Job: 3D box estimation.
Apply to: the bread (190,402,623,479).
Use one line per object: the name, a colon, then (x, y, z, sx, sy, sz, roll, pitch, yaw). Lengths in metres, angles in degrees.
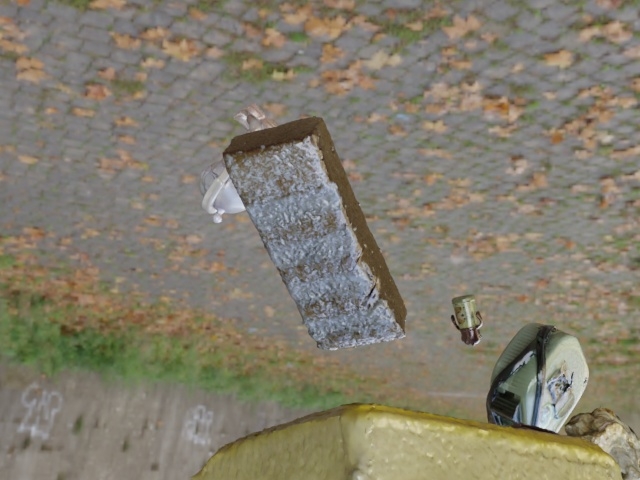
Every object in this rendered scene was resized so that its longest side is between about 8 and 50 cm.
bread: (0.080, 0.267, 0.813, 0.333, 0.143, 0.323, 14, 151, -28)

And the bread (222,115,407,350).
bread: (0.000, 0.000, 1.366, 0.165, 0.113, 0.416, -15, 119, 20)

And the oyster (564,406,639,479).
oyster: (0.482, 0.333, 1.346, 0.163, 0.191, 0.081, 1, 126, -33)

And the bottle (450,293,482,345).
bottle: (0.293, 0.160, 1.645, 0.047, 0.101, 0.063, -10, 175, -20)

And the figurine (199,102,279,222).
figurine: (-0.165, -0.147, 1.649, 0.141, 0.236, 0.162, 34, 171, 4)

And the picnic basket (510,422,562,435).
picnic basket: (0.275, 0.398, 1.238, 0.222, 0.129, 0.297, 23, 121, -32)

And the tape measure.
tape measure: (0.393, 0.275, 1.511, 0.115, 0.235, 0.207, 20, 151, 43)
